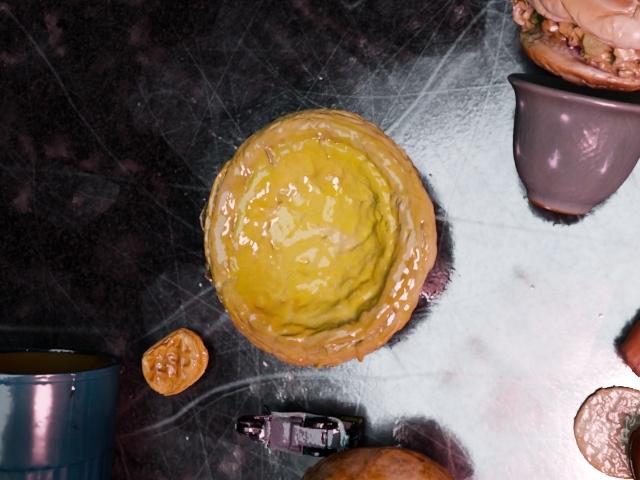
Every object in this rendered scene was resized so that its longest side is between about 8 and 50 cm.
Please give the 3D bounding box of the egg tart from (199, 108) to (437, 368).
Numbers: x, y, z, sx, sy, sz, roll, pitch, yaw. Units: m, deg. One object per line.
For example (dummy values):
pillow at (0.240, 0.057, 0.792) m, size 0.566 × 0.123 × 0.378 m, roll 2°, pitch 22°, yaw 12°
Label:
egg tart at (0.000, 0.000, 0.962) m, size 0.345 × 0.132 × 0.346 m, roll -2°, pitch 84°, yaw 17°

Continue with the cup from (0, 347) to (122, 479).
cup at (-0.452, 0.317, 1.024) m, size 0.307 × 0.242 × 0.292 m, roll 2°, pitch 89°, yaw 15°

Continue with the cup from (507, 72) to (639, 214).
cup at (0.314, -0.115, 0.866) m, size 0.199 × 0.199 × 0.150 m, roll 17°, pitch 112°, yaw 18°

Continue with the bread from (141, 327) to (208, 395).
bread at (-0.221, 0.187, 1.063) m, size 0.110 × 0.044 × 0.083 m, roll -37°, pitch 80°, yaw 13°

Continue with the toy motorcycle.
toy motorcycle at (-0.032, 0.264, 0.972) m, size 0.173 × 0.100 × 0.058 m, roll 3°, pitch 85°, yaw 15°

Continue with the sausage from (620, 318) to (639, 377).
sausage at (0.522, 0.009, 0.823) m, size 0.419 × 0.094 × 0.094 m, roll -49°, pitch 45°, yaw 9°

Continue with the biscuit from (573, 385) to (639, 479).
biscuit at (0.384, 0.245, 0.886) m, size 0.120 × 0.015 × 0.120 m, roll -1°, pitch 86°, yaw 17°

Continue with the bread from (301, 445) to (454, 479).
bread at (0.068, 0.355, 0.893) m, size 0.229 × 0.123 × 0.230 m, roll -2°, pitch 116°, yaw -4°

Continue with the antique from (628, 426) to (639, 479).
antique at (0.500, 0.275, 0.784) m, size 0.277 × 0.129 × 0.224 m, roll 7°, pitch 88°, yaw 12°

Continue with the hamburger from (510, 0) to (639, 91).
hamburger at (0.360, -0.294, 0.837) m, size 0.243 × 0.146 × 0.286 m, roll -23°, pitch 47°, yaw -18°
